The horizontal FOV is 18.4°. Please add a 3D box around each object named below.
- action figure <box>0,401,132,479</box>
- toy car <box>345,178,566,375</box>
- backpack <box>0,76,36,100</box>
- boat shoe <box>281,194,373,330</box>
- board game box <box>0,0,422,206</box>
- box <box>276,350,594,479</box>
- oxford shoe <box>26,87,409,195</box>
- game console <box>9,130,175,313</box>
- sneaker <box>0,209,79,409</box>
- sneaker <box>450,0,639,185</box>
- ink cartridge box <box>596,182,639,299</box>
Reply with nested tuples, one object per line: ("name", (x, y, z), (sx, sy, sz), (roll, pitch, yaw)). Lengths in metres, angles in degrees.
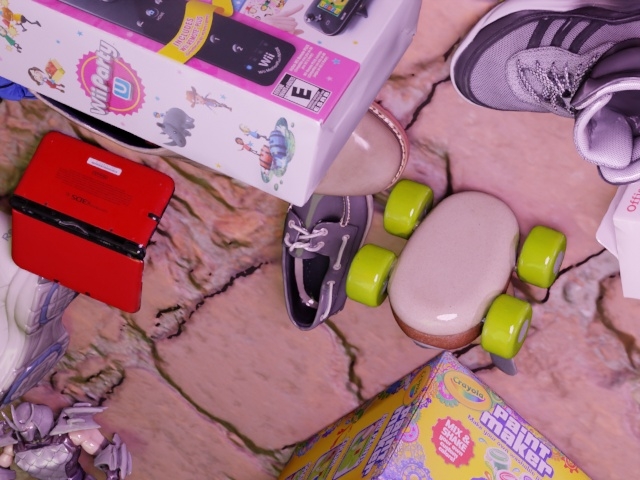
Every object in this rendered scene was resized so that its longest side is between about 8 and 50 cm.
("action figure", (-0.280, 0.282, 2.223), (0.185, 0.099, 0.285), (-6, 130, 26))
("toy car", (0.121, 0.060, 1.736), (0.155, 0.149, 0.188), (20, 150, 18))
("backpack", (-0.282, -0.176, 1.769), (0.098, 0.101, 0.120), (22, 159, 19))
("boat shoe", (0.000, 0.000, 1.797), (0.075, 0.065, 0.206), (21, 137, 18))
("board game box", (-0.097, -0.184, 1.559), (0.303, 0.224, 0.097), (22, 139, 11))
("box", (0.119, 0.305, 1.937), (0.290, 0.177, 0.279), (41, 138, -9))
("oxford shoe", (-0.091, -0.096, 1.651), (0.348, 0.130, 0.123), (16, 117, -9))
("game console", (-0.220, -0.018, 1.907), (0.144, 0.124, 0.085), (21, 164, 13))
("sneaker", (-0.332, 0.075, 2.074), (0.129, 0.111, 0.297), (38, 134, 12))
("sneaker", (0.196, -0.117, 1.491), (0.268, 0.153, 0.101), (-6, 126, 36))
("ink cartridge box", (0.302, -0.007, 1.578), (0.143, 0.092, 0.090), (9, 135, 27))
